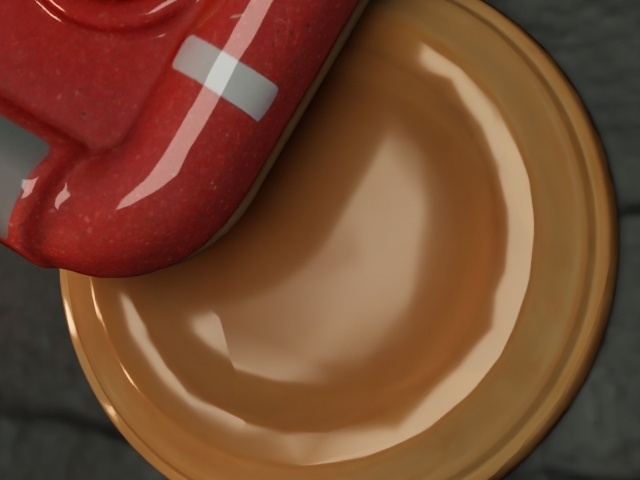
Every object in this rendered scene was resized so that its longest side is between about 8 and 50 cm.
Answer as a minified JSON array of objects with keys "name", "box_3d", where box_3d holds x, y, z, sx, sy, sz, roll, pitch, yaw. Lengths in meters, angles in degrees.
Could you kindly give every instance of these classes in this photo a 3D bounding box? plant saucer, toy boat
[{"name":"plant saucer","box_3d":[0.000,0.000,0.656,0.200,0.037,0.200,-2,83,15]},{"name":"toy boat","box_3d":[-0.066,-0.109,0.590,0.151,0.151,0.231,30,92,19]}]
